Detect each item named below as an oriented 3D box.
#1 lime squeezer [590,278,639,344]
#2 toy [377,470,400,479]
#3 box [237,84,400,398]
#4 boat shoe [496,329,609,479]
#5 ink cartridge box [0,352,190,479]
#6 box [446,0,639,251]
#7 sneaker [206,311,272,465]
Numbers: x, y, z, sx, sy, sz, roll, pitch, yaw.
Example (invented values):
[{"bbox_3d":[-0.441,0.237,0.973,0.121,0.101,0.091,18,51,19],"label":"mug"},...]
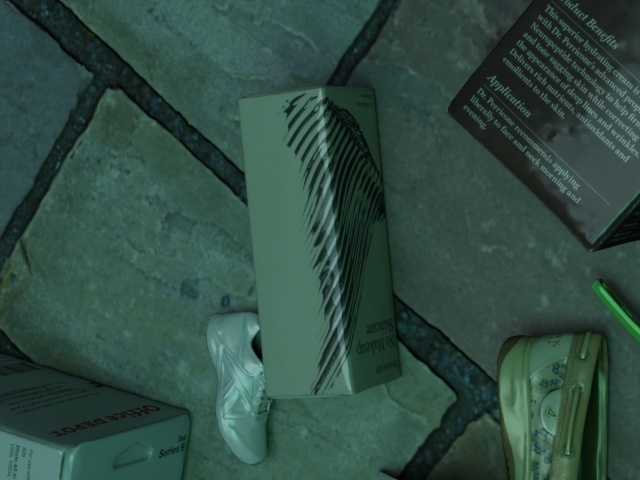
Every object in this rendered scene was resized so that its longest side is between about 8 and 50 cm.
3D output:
[{"bbox_3d":[0.352,0.119,1.146,0.310,0.059,0.110,14,117,28],"label":"lime squeezer"},{"bbox_3d":[0.118,0.279,1.248,0.056,0.237,0.137,-7,92,-15],"label":"toy"},{"bbox_3d":[0.000,0.000,1.309,0.094,0.113,0.275,-5,93,28],"label":"box"},{"bbox_3d":[0.212,0.219,1.212,0.089,0.104,0.285,-9,87,26],"label":"boat shoe"},{"bbox_3d":[-0.308,0.207,1.436,0.289,0.211,0.121,13,100,28],"label":"ink cartridge box"},{"bbox_3d":[0.244,-0.121,1.130,0.168,0.167,0.203,47,114,18],"label":"box"},{"bbox_3d":[-0.069,0.142,1.390,0.061,0.053,0.152,-10,88,26],"label":"sneaker"}]
